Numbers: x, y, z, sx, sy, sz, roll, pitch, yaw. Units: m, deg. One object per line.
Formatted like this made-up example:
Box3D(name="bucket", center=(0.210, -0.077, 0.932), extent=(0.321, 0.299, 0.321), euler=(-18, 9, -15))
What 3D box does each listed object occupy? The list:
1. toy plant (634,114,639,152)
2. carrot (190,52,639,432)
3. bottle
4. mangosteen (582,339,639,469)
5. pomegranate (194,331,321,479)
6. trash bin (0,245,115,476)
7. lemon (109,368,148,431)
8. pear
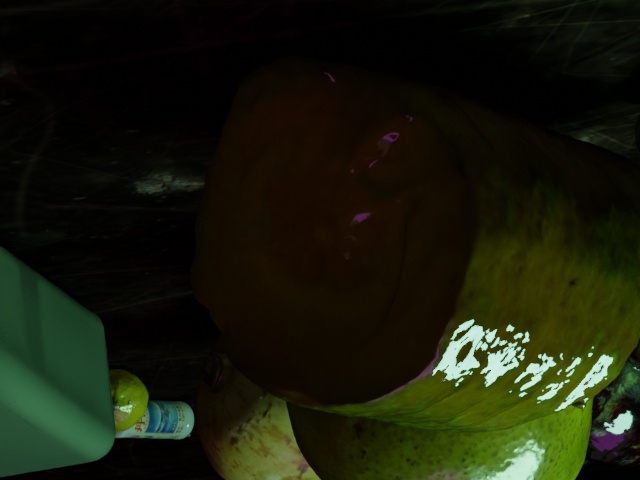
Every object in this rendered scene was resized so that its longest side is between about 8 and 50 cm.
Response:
Box3D(name="toy plant", center=(0.396, -0.073, 0.933), extent=(0.356, 0.211, 0.317), euler=(3, 168, 8))
Box3D(name="carrot", center=(0.081, 0.012, 1.008), extent=(0.241, 0.242, 0.340), euler=(-19, 159, 36))
Box3D(name="bottle", center=(-0.273, 0.256, 2.049), extent=(0.060, 0.060, 0.217), euler=(-19, 163, 35))
Box3D(name="mangosteen", center=(0.368, 0.151, 1.761), extent=(0.289, 0.231, 0.231), euler=(-39, 159, 8))
Box3D(name="pomegranate", center=(-0.047, 0.177, 1.584), extent=(0.215, 0.215, 0.215), euler=(-8, 165, -2))
Box3D(name="trash bin", center=(-0.341, 0.105, 1.291), extent=(0.222, 0.158, 0.343), euler=(-10, 160, 4))
Box3D(name="lemon", center=(-0.263, 0.205, 1.829), extent=(0.082, 0.082, 0.110), euler=(-3, 168, -19))
Box3D(name="pear", center=(0.104, 0.138, 1.305), extent=(0.294, 0.294, 0.294), euler=(-8, 165, -2))
